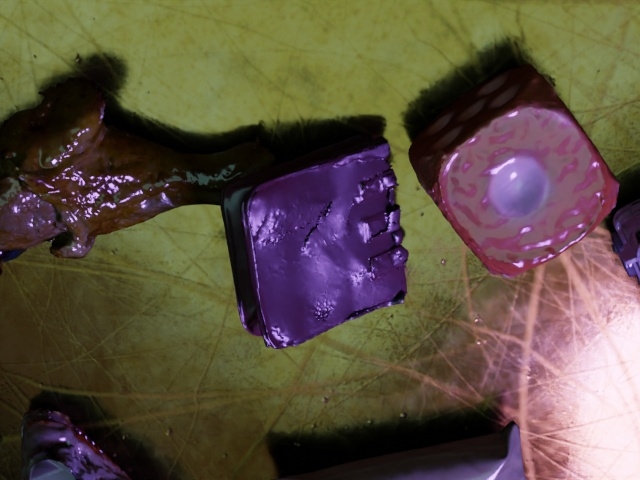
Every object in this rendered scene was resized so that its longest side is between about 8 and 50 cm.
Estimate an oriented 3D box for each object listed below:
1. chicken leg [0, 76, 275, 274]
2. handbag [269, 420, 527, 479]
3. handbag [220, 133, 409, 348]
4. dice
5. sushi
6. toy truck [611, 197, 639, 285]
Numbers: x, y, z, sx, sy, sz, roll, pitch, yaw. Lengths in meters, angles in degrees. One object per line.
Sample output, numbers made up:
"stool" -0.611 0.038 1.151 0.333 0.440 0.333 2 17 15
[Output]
"chicken leg" -0.235 -0.087 1.711 0.361 0.140 0.211 -14 129 -5
"handbag" 0.108 0.366 1.853 0.315 0.109 0.253 -14 111 -2
"handbag" -0.002 -0.001 1.719 0.216 0.074 0.203 -23 117 -27
"dice" 0.211 -0.076 1.684 0.175 0.179 0.174 -37 103 6
"sushi" -0.258 0.349 1.842 0.124 0.130 0.332 -42 102 12
"toy truck" 0.466 0.112 1.740 0.176 0.178 0.363 -24 103 8
